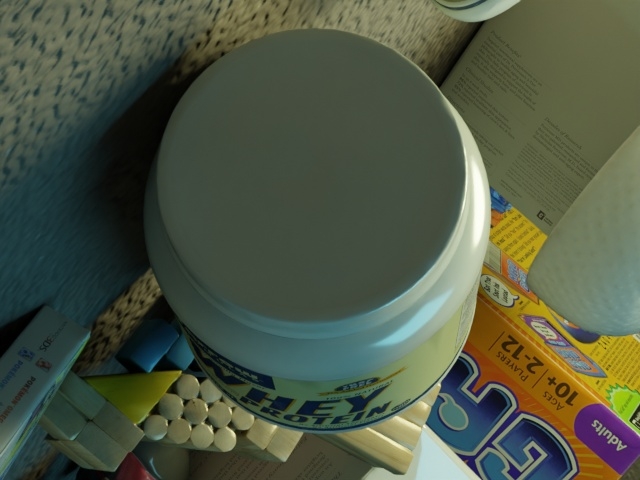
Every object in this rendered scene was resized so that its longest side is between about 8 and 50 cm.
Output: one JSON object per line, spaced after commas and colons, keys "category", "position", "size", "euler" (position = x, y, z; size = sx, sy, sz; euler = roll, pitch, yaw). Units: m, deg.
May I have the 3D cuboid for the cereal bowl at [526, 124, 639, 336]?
{"category": "cereal bowl", "position": [0.353, -0.032, 1.741], "size": [0.339, 0.141, 0.339], "euler": [-42, 165, -14]}

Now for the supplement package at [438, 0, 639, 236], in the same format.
{"category": "supplement package", "position": [0.273, -0.172, 1.826], "size": [0.198, 0.199, 0.262], "euler": [-31, 159, -53]}

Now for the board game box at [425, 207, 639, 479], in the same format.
{"category": "board game box", "position": [0.161, 0.191, 2.158], "size": [0.356, 0.356, 0.356], "euler": [-52, 172, 21]}

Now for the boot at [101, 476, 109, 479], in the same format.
{"category": "boot", "position": [-0.299, 0.321, 1.696], "size": [0.263, 0.091, 0.229], "euler": [-28, 148, -18]}

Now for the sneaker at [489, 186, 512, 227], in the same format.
{"category": "sneaker", "position": [0.201, -0.080, 2.086], "size": [0.087, 0.083, 0.221], "euler": [-55, -176, 17]}

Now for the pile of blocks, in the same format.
{"category": "pile of blocks", "position": [-0.078, 0.118, 1.556], "size": [0.362, 0.149, 0.113], "euler": [4, 175, -26]}

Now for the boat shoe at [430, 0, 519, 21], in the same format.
{"category": "boat shoe", "position": [0.153, -0.294, 1.316], "size": [0.094, 0.109, 0.302], "euler": [9, 118, -53]}

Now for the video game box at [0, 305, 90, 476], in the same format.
{"category": "video game box", "position": [-0.254, 0.167, 1.326], "size": [0.205, 0.048, 0.187], "euler": [-55, 180, 32]}

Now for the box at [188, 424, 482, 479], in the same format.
{"category": "box", "position": [-0.002, 0.233, 1.804], "size": [0.215, 0.168, 0.345], "euler": [-47, -152, -3]}

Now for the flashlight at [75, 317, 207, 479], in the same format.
{"category": "flashlight", "position": [-0.122, 0.143, 1.695], "size": [0.304, 0.103, 0.103], "euler": [-57, -169, 33]}

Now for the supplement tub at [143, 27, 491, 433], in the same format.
{"category": "supplement tub", "position": [0.000, 0.000, 1.335], "size": [0.235, 0.235, 0.325], "euler": [-46, 168, -10]}
